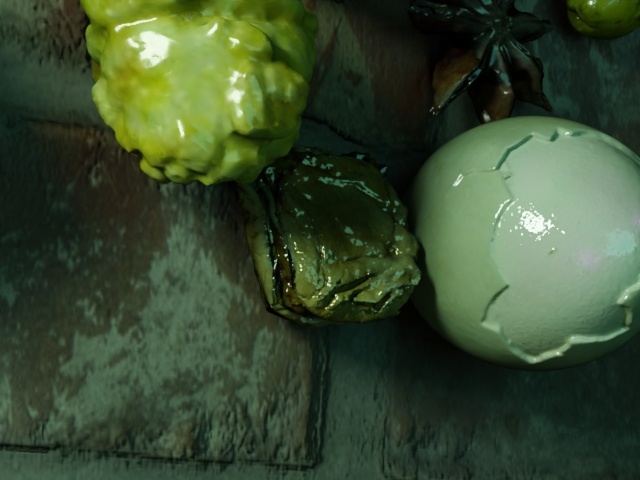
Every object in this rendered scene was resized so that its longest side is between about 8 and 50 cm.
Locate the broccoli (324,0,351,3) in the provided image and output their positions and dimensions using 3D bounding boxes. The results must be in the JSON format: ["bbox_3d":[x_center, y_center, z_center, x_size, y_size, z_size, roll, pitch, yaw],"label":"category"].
[{"bbox_3d":[0.064,-0.425,1.900,0.252,0.221,0.361,27,96,1],"label":"broccoli"}]

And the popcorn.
[{"bbox_3d":[-0.114,-0.174,1.781,0.250,0.235,0.241,-17,103,-77],"label":"popcorn"}]

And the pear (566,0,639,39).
[{"bbox_3d":[0.359,-0.304,2.219,0.131,0.107,0.107,-37,107,-27],"label":"pear"}]

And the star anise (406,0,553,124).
[{"bbox_3d":[0.181,-0.249,2.085,0.288,0.088,0.288,14,71,-48],"label":"star anise"}]

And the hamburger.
[{"bbox_3d":[0.000,0.000,1.907,0.183,0.130,0.206,-3,67,-33],"label":"hamburger"}]

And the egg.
[{"bbox_3d":[0.240,0.002,1.951,0.278,0.336,0.278,2,86,-32],"label":"egg"}]
